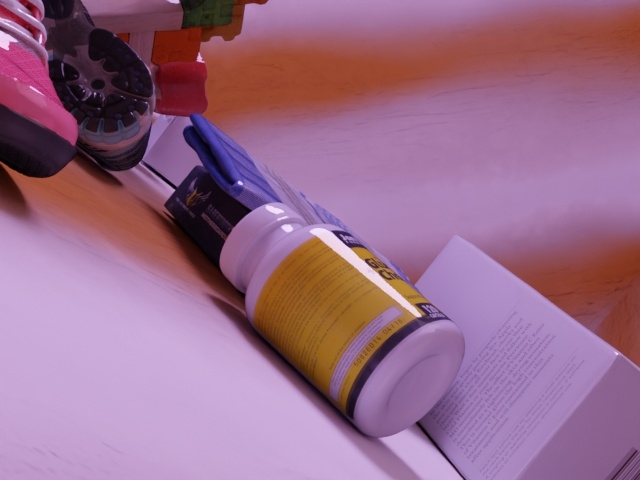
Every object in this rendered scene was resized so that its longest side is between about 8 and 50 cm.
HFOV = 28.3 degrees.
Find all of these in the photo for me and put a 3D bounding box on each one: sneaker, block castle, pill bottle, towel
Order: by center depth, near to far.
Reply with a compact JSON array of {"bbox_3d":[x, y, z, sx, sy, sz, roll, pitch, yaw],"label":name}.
[{"bbox_3d":[-0.228,-0.156,0.809,0.116,0.136,0.314,35,5,-47],"label":"sneaker"},{"bbox_3d":[0.010,0.052,0.934,0.184,0.103,0.103,41,3,30],"label":"pill bottle"},{"bbox_3d":[0.000,0.000,1.158,0.285,0.034,0.209,37,7,-27],"label":"towel"},{"bbox_3d":[-0.251,-0.174,1.174,0.283,0.110,0.122,55,-18,22],"label":"sneaker"},{"bbox_3d":[-0.171,-0.362,1.309,0.453,0.213,0.303,109,-31,-52],"label":"block castle"}]

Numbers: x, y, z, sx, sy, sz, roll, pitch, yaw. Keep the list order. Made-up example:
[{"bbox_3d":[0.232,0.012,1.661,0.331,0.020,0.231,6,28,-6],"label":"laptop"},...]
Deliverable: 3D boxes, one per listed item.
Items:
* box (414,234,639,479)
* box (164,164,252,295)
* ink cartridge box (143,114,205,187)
[{"bbox_3d":[0.214,0.162,1.208,0.215,0.168,0.345,38,3,-23],"label":"box"},{"bbox_3d":[-0.026,0.036,1.185,0.183,0.059,0.233,39,3,-39],"label":"box"},{"bbox_3d":[-0.125,-0.080,1.555,0.191,0.082,0.139,37,3,-15],"label":"ink cartridge box"}]
